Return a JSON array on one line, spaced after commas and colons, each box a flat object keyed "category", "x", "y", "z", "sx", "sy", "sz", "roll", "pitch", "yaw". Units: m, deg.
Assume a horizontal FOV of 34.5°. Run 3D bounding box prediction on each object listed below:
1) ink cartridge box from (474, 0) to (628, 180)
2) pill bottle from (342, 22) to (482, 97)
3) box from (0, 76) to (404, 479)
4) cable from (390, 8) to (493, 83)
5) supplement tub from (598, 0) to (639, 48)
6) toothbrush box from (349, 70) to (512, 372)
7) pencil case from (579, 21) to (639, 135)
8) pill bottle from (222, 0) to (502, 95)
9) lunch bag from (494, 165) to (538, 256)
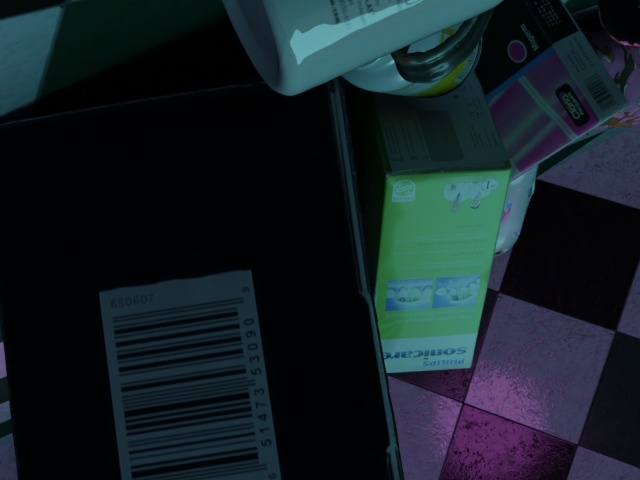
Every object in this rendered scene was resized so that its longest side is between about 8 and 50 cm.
[{"category": "ink cartridge box", "x": 0.162, "y": -0.135, "z": 1.178, "sx": 0.069, "sy": 0.175, "sz": 0.371, "roll": -30, "pitch": 176, "yaw": -36}, {"category": "pill bottle", "x": 0.065, "y": -0.177, "z": 0.880, "sx": 0.103, "sy": 0.103, "sz": 0.184, "roll": -30, "pitch": 171, "yaw": 25}, {"category": "box", "x": -0.090, "y": 0.153, "z": 0.983, "sx": 0.297, "sy": 0.480, "sz": 0.472, "roll": -9, "pitch": 171, "yaw": 0}, {"category": "cable", "x": 0.120, "y": -0.215, "z": 0.740, "sx": 0.287, "sy": 0.139, "sz": 0.072, "roll": -30, "pitch": 148, "yaw": -3}, {"category": "supplement tub", "x": 0.428, "y": -0.293, "z": 1.290, "sx": 0.106, "sy": 0.106, "sz": 0.198, "roll": -32, "pitch": 171, "yaw": 34}, {"category": "toothbrush box", "x": 0.098, "y": -0.030, "z": 1.066, "sx": 0.122, "sy": 0.206, "sz": 0.283, "roll": -4, "pitch": 135, "yaw": -5}, {"category": "pencil case", "x": 0.295, "y": -0.190, "z": 1.362, "sx": 0.386, "sy": 0.167, "sz": 0.160, "roll": -20, "pitch": -152, "yaw": -38}, {"category": "pill bottle", "x": 0.053, "y": -0.192, "z": 0.640, "sx": 0.229, "sy": 0.131, "sz": 0.131, "roll": -25, "pitch": 172, "yaw": -10}, {"category": "lunch bag", "x": 0.204, "y": -0.082, "z": 1.555, "sx": 0.224, "sy": 0.108, "sz": 0.279, "roll": -13, "pitch": 136, "yaw": -16}]
